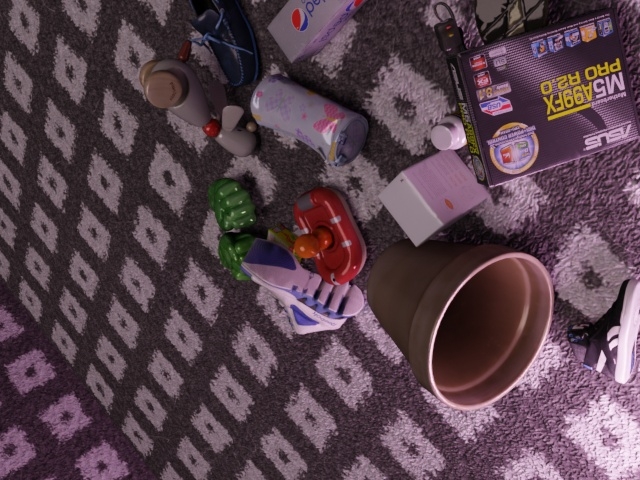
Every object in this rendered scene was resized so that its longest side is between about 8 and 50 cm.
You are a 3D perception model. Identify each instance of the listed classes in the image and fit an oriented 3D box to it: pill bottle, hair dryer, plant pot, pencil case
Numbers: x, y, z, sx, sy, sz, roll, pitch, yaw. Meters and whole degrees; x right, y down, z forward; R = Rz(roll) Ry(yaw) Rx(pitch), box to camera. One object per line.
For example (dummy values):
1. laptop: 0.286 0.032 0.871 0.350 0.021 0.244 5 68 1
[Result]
1. pill bottle: 0.257 -0.207 1.414 0.065 0.116 0.065 22 126 34
2. hair dryer: 0.293 -0.287 1.328 0.080 0.223 0.293 -26 108 20
3. plant pot: 0.249 0.128 1.505 0.280 0.323 0.322 31 133 52
4. pencil case: -0.027 -0.265 1.661 0.273 0.114 0.124 33 110 28

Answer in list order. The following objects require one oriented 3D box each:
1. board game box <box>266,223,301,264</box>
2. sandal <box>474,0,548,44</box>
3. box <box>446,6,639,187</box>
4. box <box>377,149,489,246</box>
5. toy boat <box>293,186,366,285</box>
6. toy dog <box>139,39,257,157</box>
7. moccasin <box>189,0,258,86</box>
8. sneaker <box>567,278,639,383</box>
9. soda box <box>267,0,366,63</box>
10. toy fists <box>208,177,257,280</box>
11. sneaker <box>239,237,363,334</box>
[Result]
1. board game box: -0.101 0.058 1.966 0.092 0.043 0.181 34 132 26
2. sandal: 0.311 -0.451 1.255 0.120 0.086 0.302 -9 94 32
3. box: 0.357 -0.228 1.208 0.060 0.270 0.216 -131 24 -76
4. box: 0.220 -0.088 1.475 0.130 0.171 0.091 54 138 9
5. toy boat: 0.000 0.000 1.754 0.151 0.151 0.231 -21 96 48
6. toy dog: -0.272 -0.345 1.790 0.161 0.334 0.220 -51 54 9
7. moccasin: -0.256 -0.512 1.746 0.138 0.117 0.341 -14 101 47
8. sneaker: 0.515 0.157 1.391 0.121 0.079 0.216 18 125 36
9. soda box: 0.015 -0.481 1.518 0.098 0.091 0.286 56 138 3
10. toy fists: -0.221 -0.027 1.973 0.142 0.096 0.279 16 119 52
11. sneaker: -0.064 0.143 1.879 0.316 0.127 0.182 28 138 4
